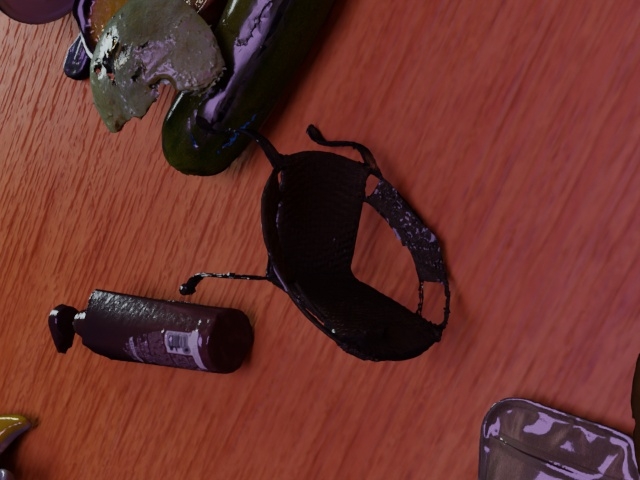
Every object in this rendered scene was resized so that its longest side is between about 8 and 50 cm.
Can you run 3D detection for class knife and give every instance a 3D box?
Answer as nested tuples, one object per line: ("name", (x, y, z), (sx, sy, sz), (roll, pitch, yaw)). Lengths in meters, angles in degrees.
("knife", (-0.236, -0.222, 1.036), (0.031, 0.018, 0.121), (31, 105, 31))

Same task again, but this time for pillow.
("pillow", (0.158, 0.229, 0.719), (0.130, 0.033, 0.218), (14, 97, 33))

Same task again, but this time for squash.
("squash", (-0.043, -0.192, 0.848), (0.087, 0.087, 0.332), (42, 114, 30))

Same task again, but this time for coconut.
("coconut", (-0.157, -0.156, 0.860), (0.158, 0.055, 0.133), (-32, 67, 37))

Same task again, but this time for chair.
("chair", (0.000, 0.000, 0.765), (0.213, 0.174, 0.149), (24, 107, 45))

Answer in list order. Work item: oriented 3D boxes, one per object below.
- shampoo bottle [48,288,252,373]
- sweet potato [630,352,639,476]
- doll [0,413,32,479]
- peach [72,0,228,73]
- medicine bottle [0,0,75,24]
("shampoo bottle", (-0.171, 0.087, 0.951), (0.236, 0.067, 0.068), (4, 81, 37))
("sweet potato", (0.255, 0.106, 0.614), (0.124, 0.098, 0.310), (8, 92, 15))
("doll", (-0.439, 0.265, 1.126), (0.316, 0.145, 0.103), (-12, 115, 42))
("peach", (-0.126, -0.260, 0.922), (0.279, 0.068, 0.189), (-24, 73, 37))
("medicine bottle", (-0.351, -0.335, 1.042), (0.254, 0.152, 0.152), (38, 110, 30))
